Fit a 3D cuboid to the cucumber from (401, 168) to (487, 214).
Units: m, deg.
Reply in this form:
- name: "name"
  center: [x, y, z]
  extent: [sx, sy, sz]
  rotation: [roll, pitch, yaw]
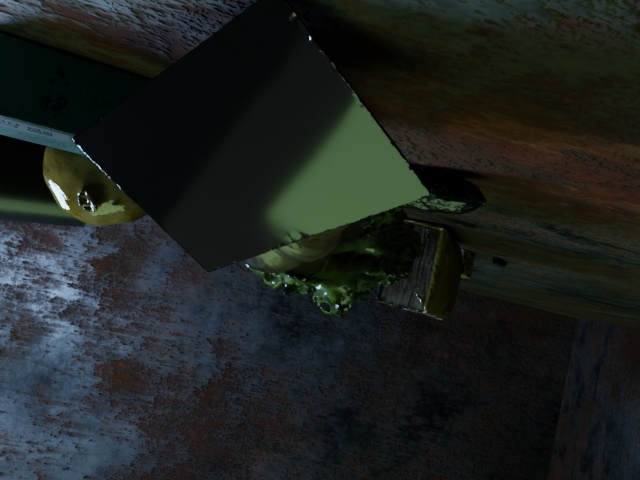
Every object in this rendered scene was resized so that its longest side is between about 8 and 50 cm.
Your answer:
- name: "cucumber"
  center: [0.107, -0.074, 0.891]
  extent: [0.245, 0.067, 0.067]
  rotation: [7, 173, 32]

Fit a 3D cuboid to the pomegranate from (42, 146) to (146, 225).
- name: "pomegranate"
  center: [-0.324, -0.101, 0.976]
  extent: [0.196, 0.196, 0.196]
  rotation: [13, 175, 1]

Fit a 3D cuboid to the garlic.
- name: "garlic"
  center: [-0.064, -0.082, 0.682]
  extent: [0.244, 0.161, 0.245]
  rotation: [14, 148, 9]

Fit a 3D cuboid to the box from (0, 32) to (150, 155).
- name: "box"
  center: [-0.278, -0.154, 0.782]
  extent: [0.244, 0.092, 0.153]
  rotation: [14, 174, -20]

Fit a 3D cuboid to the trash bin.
- name: "trash bin"
  center: [-0.615, -0.134, 1.239]
  extent: [0.333, 0.214, 0.214]
  rotation: [9, 177, -22]

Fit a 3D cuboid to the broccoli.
- name: "broccoli"
  center: [0.000, 0.000, 1.022]
  extent: [0.288, 0.248, 0.245]
  rotation: [-33, 168, 9]

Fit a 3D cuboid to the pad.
- name: "pad"
  center: [-0.077, -0.069, 0.574]
  extent: [0.299, 0.005, 0.202]
  rotation: [-20, 122, 41]

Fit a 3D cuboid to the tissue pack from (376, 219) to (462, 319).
- name: "tissue pack"
  center: [0.233, 0.071, 1.443]
  extent: [0.133, 0.193, 0.271]
  rotation: [13, 176, 21]

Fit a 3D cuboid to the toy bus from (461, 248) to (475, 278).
- name: "toy bus"
  center: [0.306, 0.057, 1.748]
  extent: [0.226, 0.081, 0.074]
  rotation: [8, 172, 45]

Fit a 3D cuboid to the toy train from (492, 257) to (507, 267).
- name: "toy train"
  center: [0.478, 0.060, 1.711]
  extent: [0.017, 0.017, 0.083]
  rotation: [11, 176, 34]
